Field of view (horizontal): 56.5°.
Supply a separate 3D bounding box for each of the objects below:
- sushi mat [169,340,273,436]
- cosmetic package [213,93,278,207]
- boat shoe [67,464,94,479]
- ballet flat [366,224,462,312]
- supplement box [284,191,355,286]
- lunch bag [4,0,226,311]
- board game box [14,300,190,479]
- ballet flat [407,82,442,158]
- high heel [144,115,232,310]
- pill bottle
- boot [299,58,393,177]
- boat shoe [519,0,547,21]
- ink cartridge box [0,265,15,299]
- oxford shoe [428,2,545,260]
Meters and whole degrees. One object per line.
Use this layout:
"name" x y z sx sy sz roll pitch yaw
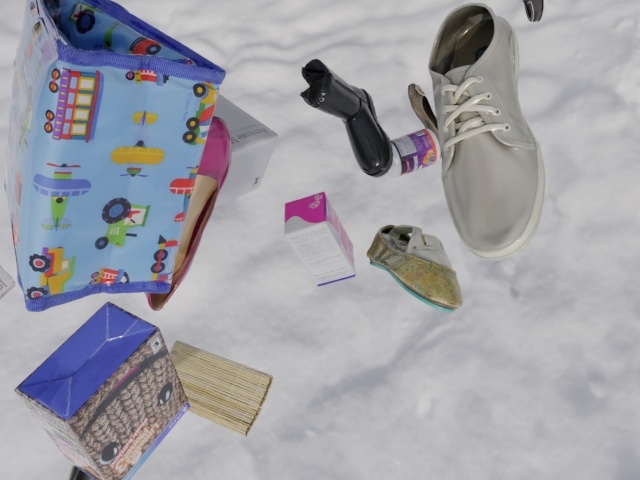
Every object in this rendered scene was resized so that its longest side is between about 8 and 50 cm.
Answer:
"sushi mat" -0.274 0.358 1.472 0.316 0.019 0.152 13 67 28
"cosmetic package" -0.349 -0.271 1.349 0.453 0.162 0.230 36 35 15
"boat shoe" -0.486 0.472 1.336 0.084 0.079 0.233 39 52 -15
"ballet flat" 0.176 0.033 1.124 0.123 0.123 0.348 -19 14 -8
"supplement box" 0.000 0.000 1.495 0.113 0.220 0.111 -17 46 16
"lunch bag" -0.243 -0.113 0.565 0.138 0.221 0.293 -5 35 -43
"board game box" -0.411 0.313 1.177 0.141 0.291 0.232 21 50 24
"ballet flat" 0.335 -0.369 1.803 0.084 0.058 0.250 -16 82 -49
"high heel" -0.235 -0.037 1.042 0.127 0.377 0.182 7 51 -22
"pill bottle" 0.234 -0.242 1.698 0.193 0.108 0.108 -20 47 -13
"boot" 0.052 -0.270 1.328 0.094 0.207 0.247 -29 63 33
"boat shoe" 0.235 -0.298 0.680 0.038 0.125 0.046 -21 60 9
"ink cartridge box" -0.678 0.083 1.041 0.237 0.172 0.100 -28 20 33
"oxford shoe" 0.246 -0.186 0.936 0.169 0.130 0.450 -15 63 37
